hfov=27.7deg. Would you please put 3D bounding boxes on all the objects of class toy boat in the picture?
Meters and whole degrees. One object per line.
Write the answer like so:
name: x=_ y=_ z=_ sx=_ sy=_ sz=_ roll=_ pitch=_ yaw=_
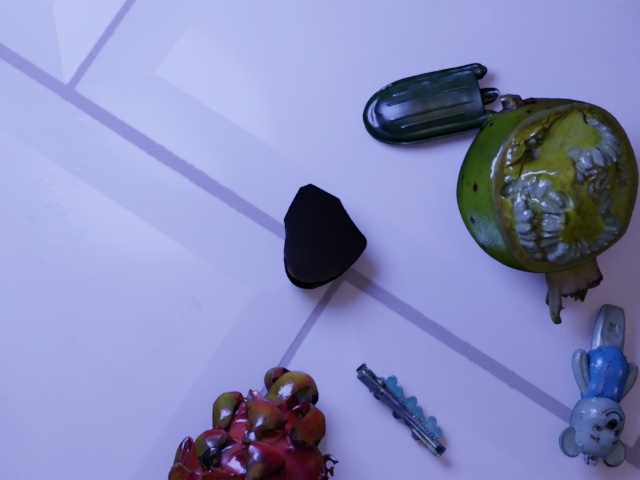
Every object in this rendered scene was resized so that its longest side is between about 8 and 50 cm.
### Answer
toy boat: x=0.167 y=-0.201 z=1.946 sx=0.210 sy=0.052 sz=0.104 roll=-14 pitch=84 yaw=-2

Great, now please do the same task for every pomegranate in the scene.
pomegranate: x=0.326 y=-0.048 z=1.843 sx=0.260 sy=0.260 sz=0.341 roll=-13 pitch=110 yaw=-3

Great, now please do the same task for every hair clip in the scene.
hair clip: x=0.121 y=0.241 z=1.879 sx=0.049 sy=0.049 sz=0.173 roll=-44 pitch=90 yaw=-7

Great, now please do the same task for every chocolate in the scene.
chocolate: x=0.000 y=0.000 z=1.898 sx=0.125 sy=0.080 sz=0.149 roll=3 pitch=74 yaw=-12

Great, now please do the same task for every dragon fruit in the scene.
dragon fruit: x=-0.084 y=0.323 z=1.766 sx=0.227 sy=0.243 sz=0.307 roll=37 pitch=84 yaw=-14

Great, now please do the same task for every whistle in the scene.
whistle: x=0.410 y=0.208 z=1.875 sx=0.114 sy=0.077 sz=0.236 roll=16 pitch=77 yaw=-18
